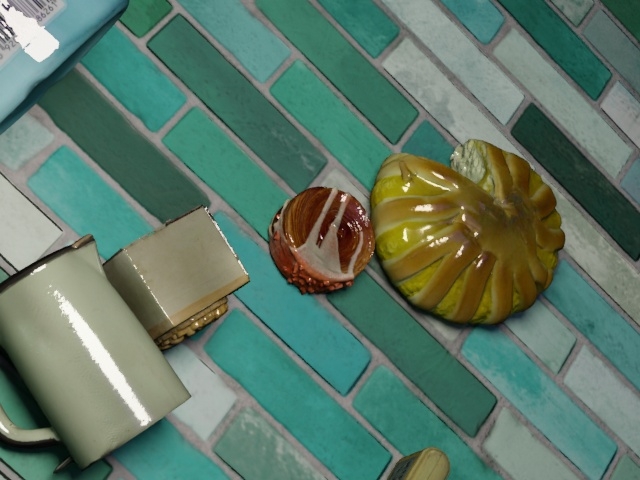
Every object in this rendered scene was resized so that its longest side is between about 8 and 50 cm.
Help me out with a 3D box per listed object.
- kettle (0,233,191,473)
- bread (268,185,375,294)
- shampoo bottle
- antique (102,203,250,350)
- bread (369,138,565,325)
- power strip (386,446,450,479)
[{"bbox_3d":[-0.322,0.156,1.601,0.240,0.165,0.255,-34,90,-6],"label":"kettle"},{"bbox_3d":[0.000,0.000,1.887,0.160,0.073,0.160,12,66,-30],"label":"bread"},{"bbox_3d":[-0.462,-0.311,1.577,0.342,0.331,0.331,46,56,-10],"label":"shampoo bottle"},{"bbox_3d":[-0.201,0.060,1.698,0.152,0.147,0.148,-31,88,-39],"label":"antique"},{"bbox_3d":[0.238,-0.018,1.980,0.333,0.160,0.333,10,69,-26],"label":"bread"},{"bbox_3d":[0.061,0.441,1.743,0.066,0.092,0.387,41,56,-10],"label":"power strip"}]
